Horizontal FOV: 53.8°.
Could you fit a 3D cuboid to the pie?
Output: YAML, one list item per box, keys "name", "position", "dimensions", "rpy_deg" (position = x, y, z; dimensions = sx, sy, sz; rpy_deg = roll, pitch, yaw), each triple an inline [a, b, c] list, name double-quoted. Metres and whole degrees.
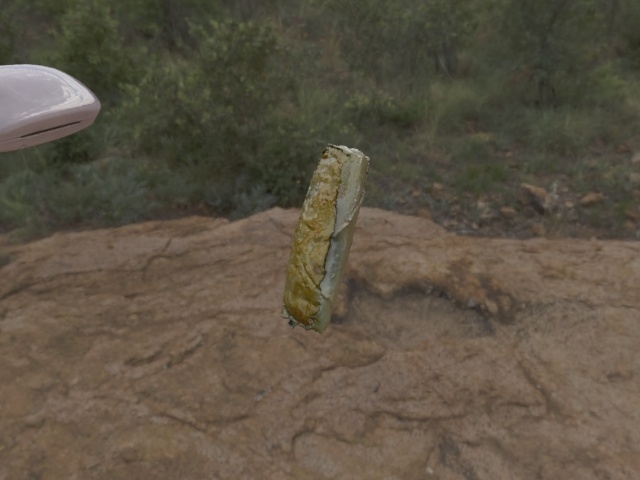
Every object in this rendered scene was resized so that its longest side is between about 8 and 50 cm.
- name: "pie"
  position: [0.000, 0.000, 0.916]
  dimensions: [0.068, 0.283, 0.128]
  rpy_deg: [10, 5, -33]

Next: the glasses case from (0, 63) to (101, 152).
- name: "glasses case"
  position: [-0.413, -0.187, 0.868]
  dimensions: [0.113, 0.075, 0.297]
  rpy_deg: [36, 23, -1]
